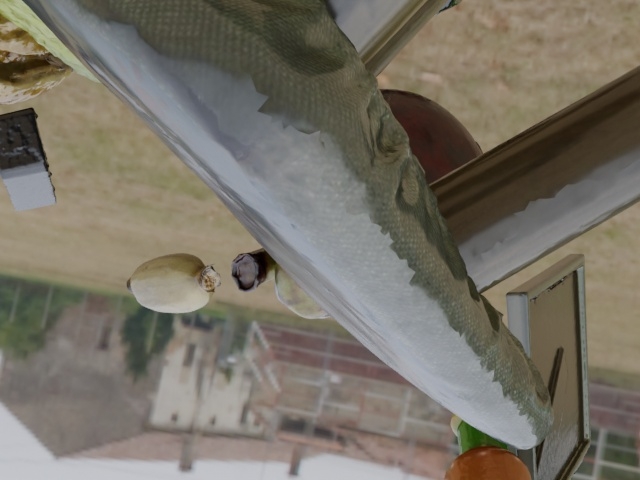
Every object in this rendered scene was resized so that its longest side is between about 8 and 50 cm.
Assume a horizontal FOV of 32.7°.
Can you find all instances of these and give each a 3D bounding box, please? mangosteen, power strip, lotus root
[{"bbox_3d":[0.037,-0.018,1.011,0.257,0.215,0.215,-32,-179,-11],"label":"mangosteen"},{"bbox_3d":[-0.174,-0.044,0.638,0.029,0.038,0.111,-13,173,-13],"label":"power strip"},{"bbox_3d":[-0.165,0.050,1.235,0.150,0.062,0.073,-8,128,43],"label":"lotus root"}]

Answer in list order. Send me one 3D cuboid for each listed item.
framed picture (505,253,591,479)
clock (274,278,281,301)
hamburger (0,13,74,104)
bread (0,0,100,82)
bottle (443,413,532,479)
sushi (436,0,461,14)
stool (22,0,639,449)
[{"bbox_3d":[0.203,0.120,0.941,0.018,0.192,0.265,-2,-176,23],"label":"framed picture"},{"bbox_3d":[-0.001,-0.004,1.406,0.189,0.189,0.254,11,140,3],"label":"clock"},{"bbox_3d":[-0.379,-0.247,1.090,0.283,0.144,0.259,40,-154,5],"label":"hamburger"},{"bbox_3d":[-0.152,-0.301,0.829,0.348,0.348,0.308,8,159,27],"label":"bread"},{"bbox_3d":[0.123,0.185,0.790,0.069,0.187,0.069,1,130,2],"label":"bottle"},{"bbox_3d":[0.151,-0.369,1.323,0.127,0.225,0.124,24,147,11],"label":"sushi"},{"bbox_3d":[0.022,-0.105,0.493,0.310,0.226,0.310,42,177,42],"label":"stool"}]
